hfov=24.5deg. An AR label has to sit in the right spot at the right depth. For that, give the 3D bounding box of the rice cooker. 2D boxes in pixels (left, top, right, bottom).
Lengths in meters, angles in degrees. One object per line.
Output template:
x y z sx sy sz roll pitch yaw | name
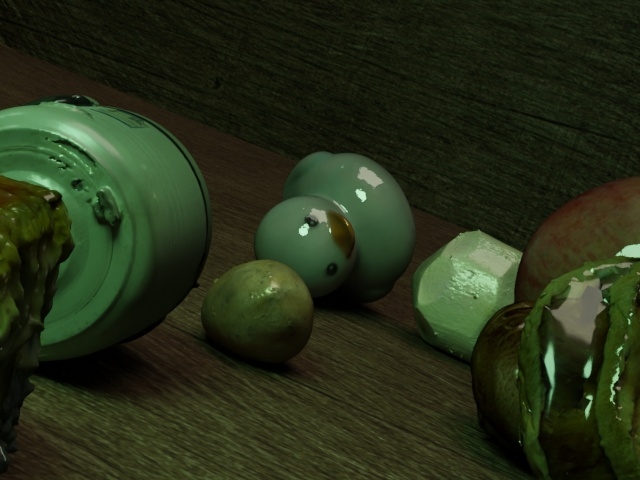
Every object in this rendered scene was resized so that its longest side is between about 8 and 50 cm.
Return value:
-0.216 -0.012 1.257 0.226 0.226 0.244 21 11 11 | rice cooker

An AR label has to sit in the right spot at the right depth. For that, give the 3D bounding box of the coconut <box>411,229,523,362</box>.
0.193 0.070 1.871 0.162 0.161 0.161 29 11 18 | coconut

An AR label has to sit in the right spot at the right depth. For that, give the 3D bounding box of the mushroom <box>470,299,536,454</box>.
0.255 0.161 1.475 0.253 0.153 0.253 29 9 -5 | mushroom

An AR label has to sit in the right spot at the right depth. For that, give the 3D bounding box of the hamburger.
0.299 0.150 1.299 0.285 0.265 0.134 22 -33 -30 | hamburger

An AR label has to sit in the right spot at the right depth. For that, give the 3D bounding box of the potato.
-0.059 0.070 1.481 0.112 0.112 0.147 17 1 -16 | potato

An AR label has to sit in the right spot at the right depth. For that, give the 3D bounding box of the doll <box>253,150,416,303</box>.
0.000 0.000 1.908 0.221 0.221 0.251 16 -14 -23 | doll

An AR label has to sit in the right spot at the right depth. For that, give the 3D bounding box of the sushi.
-0.241 0.052 0.897 0.139 0.184 0.274 15 12 3 | sushi

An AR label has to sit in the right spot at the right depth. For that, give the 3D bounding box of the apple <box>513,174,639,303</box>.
0.397 0.092 1.681 0.345 0.344 0.269 14 22 -33 | apple

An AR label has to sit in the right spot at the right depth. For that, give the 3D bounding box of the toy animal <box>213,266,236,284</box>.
-0.080 0.072 1.634 0.060 0.081 0.083 16 -31 35 | toy animal
